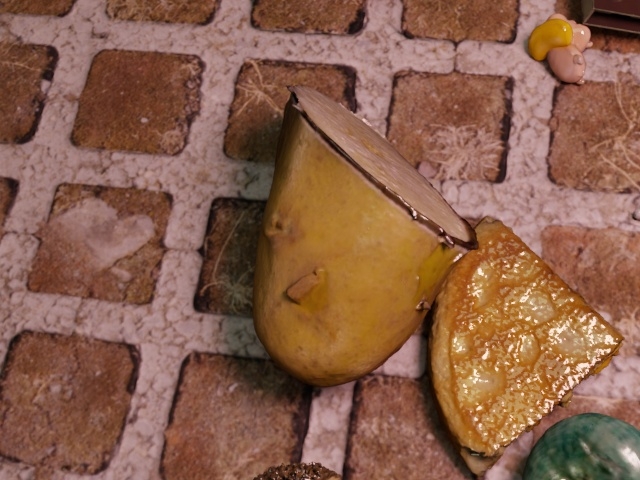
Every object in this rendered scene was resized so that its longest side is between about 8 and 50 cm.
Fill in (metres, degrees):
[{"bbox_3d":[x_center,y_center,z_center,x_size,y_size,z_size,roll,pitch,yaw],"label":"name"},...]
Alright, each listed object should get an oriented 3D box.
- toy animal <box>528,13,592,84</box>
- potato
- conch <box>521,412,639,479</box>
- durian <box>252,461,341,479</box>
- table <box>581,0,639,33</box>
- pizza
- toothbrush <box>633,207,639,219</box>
[{"bbox_3d":[0.380,-0.302,1.461,0.082,0.091,0.114,-29,64,-23],"label":"toy animal"},{"bbox_3d":[0.000,0.000,1.291,0.296,0.290,0.397,-52,48,13],"label":"potato"},{"bbox_3d":[0.339,0.305,1.164,0.202,0.134,0.196,-13,96,5],"label":"conch"},{"bbox_3d":[-0.026,0.374,1.174,0.196,0.167,0.196,-15,59,27],"label":"durian"},{"bbox_3d":[0.523,-0.383,1.433,0.240,0.111,0.121,7,66,-9],"label":"table"},{"bbox_3d":[0.222,0.132,1.282,0.258,0.087,0.268,-38,67,-6],"label":"pizza"},{"bbox_3d":[0.590,-0.034,1.351,0.288,0.021,0.024,0,56,6],"label":"toothbrush"}]
